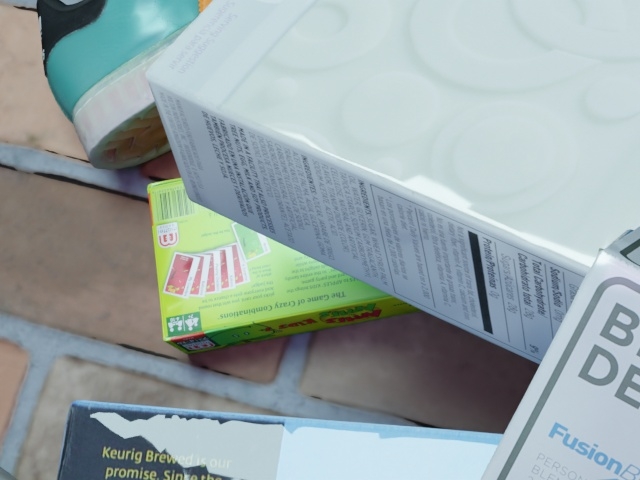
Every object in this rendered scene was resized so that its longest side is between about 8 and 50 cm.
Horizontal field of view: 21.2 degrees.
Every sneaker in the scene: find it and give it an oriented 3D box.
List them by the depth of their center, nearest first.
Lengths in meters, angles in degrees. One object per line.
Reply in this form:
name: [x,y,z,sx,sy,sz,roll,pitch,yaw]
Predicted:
sneaker: [-0.030,-0.167,0.965,0.302,0.108,0.121,-31,75,6]

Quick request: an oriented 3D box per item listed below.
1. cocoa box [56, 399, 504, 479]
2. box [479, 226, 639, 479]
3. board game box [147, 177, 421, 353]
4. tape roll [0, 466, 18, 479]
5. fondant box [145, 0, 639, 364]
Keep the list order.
cocoa box: [0.064,0.211,0.779,0.347,0.231,0.228,3,75,14]
box: [0.105,0.160,0.570,0.169,0.087,0.290,30,102,14]
board game box: [0.000,0.000,0.949,0.181,0.043,0.092,-11,74,11]
tape roll: [-0.294,0.282,0.935,0.392,0.072,0.392,-4,75,14]
fondant box: [0.128,-0.066,0.741,0.330,0.096,0.238,25,61,26]
